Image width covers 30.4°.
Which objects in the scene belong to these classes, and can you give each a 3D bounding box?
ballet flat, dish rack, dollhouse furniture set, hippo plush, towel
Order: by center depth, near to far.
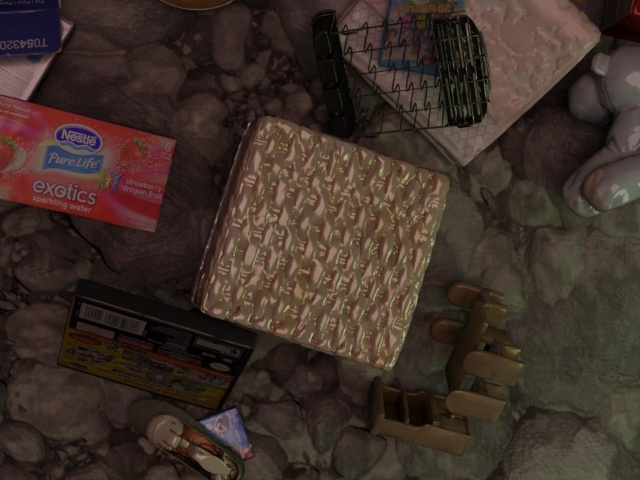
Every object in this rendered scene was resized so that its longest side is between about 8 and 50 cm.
[{"bbox_3d":[0.127,-0.262,1.829,0.271,0.074,0.208,-5,123,14],"label":"dish rack"},{"bbox_3d":[-0.211,0.321,1.869,0.213,0.068,0.072,33,92,-4],"label":"ballet flat"},{"bbox_3d":[0.192,0.204,1.870,0.160,0.212,0.242,16,117,-9],"label":"dollhouse furniture set"},{"bbox_3d":[0.478,-0.183,1.871,0.234,0.294,0.237,-20,86,-28],"label":"hippo plush"},{"bbox_3d":[0.221,-0.327,1.877,0.332,0.053,0.317,42,108,-7],"label":"towel"}]

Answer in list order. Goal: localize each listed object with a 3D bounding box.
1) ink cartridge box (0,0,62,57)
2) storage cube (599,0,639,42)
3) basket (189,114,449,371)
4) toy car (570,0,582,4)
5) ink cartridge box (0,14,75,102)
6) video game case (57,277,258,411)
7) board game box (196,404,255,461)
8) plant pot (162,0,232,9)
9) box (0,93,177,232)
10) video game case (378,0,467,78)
[{"bbox_3d":[-0.559,-0.433,1.766,0.324,0.071,0.330,-6,74,-5],"label":"ink cartridge box"},{"bbox_3d":[0.583,-0.416,1.900,0.193,0.215,0.184,12,91,-2],"label":"storage cube"},{"bbox_3d":[0.000,0.000,1.808,0.328,0.266,0.331,18,87,-7],"label":"basket"},{"bbox_3d":[0.363,-0.454,1.908,0.182,0.159,0.136,25,46,10],"label":"toy car"},{"bbox_3d":[-0.539,-0.249,1.828,0.185,0.065,0.311,30,85,-7],"label":"ink cartridge box"},{"bbox_3d":[-0.255,0.166,1.799,0.274,0.248,0.035,18,56,-8],"label":"video game case"},{"bbox_3d":[-0.163,0.327,1.918,0.090,0.020,0.090,-21,95,-5],"label":"board game box"},{"bbox_3d":[-0.200,-0.484,1.880,0.236,0.032,0.236,0,92,-7],"label":"plant pot"},{"bbox_3d":[-0.388,-0.121,1.776,0.299,0.142,0.154,14,91,-23],"label":"box"},{"bbox_3d":[0.163,-0.345,1.842,0.119,0.015,0.166,11,110,4],"label":"video game case"}]
